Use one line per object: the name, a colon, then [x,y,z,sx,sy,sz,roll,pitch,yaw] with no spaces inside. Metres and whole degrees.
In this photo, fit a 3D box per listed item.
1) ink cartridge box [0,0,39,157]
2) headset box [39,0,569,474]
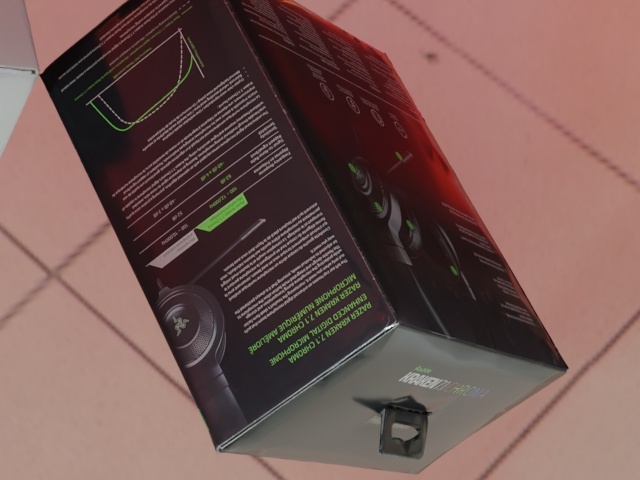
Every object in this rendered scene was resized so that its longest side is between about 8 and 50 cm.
ink cartridge box: [-0.257,-0.146,1.068,0.100,0.172,0.237,0,58,-27]
headset box: [0.000,0.000,1.058,0.131,0.246,0.283,-37,66,19]
